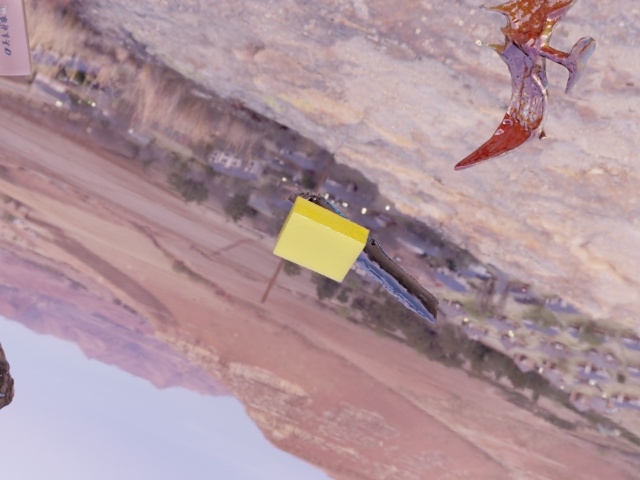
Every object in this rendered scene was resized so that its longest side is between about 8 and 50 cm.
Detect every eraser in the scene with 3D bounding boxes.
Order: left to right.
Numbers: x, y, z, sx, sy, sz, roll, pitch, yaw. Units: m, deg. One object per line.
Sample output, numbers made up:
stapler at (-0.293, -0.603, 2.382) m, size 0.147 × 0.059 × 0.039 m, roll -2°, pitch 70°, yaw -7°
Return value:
eraser at (0.000, 0.000, 1.006) m, size 0.122 × 0.045 × 0.097 m, roll 23°, pitch 131°, yaw -5°

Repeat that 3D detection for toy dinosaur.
toy dinosaur at (0.245, -0.246, 0.857) m, size 0.113 × 0.206 × 0.327 m, roll -13°, pitch 153°, yaw -21°

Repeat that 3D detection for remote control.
remote control at (0.099, 0.029, 1.360) m, size 0.399 × 0.062 × 0.144 m, roll 40°, pitch 178°, yaw -24°

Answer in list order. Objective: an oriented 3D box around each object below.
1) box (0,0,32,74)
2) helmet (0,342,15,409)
box at (-0.377, -0.255, 0.783) m, size 0.048 × 0.115 × 0.025 m, roll -2°, pitch -146°, yaw -17°
helmet at (-0.502, 0.141, 0.741) m, size 0.279 × 0.160 × 0.230 m, roll -2°, pitch -174°, yaw -9°
